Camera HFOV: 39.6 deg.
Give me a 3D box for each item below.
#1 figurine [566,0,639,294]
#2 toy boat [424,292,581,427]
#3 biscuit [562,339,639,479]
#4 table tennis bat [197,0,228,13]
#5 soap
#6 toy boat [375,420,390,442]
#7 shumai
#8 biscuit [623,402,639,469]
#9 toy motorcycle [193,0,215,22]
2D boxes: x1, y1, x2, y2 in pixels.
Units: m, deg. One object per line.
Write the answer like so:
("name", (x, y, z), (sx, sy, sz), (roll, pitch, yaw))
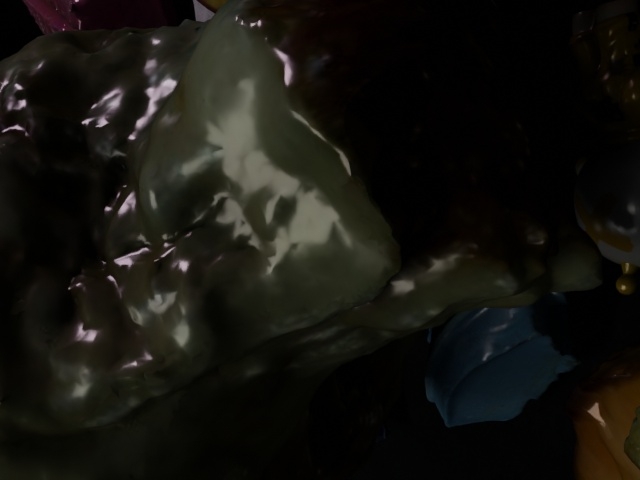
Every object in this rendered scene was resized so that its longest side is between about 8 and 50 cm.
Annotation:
("figurine", (0.165, -0.051, 0.461), (0.101, 0.068, 0.143), (40, 140, 53))
("toy boat", (0.128, 0.064, 0.666), (0.238, 0.109, 0.098), (92, 168, -64))
("biscuit", (0.264, 0.177, 0.486), (0.296, 0.102, 0.296), (52, 159, 29))
("table tennis bat", (-0.080, -0.321, 0.590), (0.415, 0.051, 0.268), (55, 139, 26))
("soap", (-0.290, -0.325, 1.055), (0.325, 0.127, 0.220), (43, 154, 40))
("toy boat", (-0.014, 0.119, 1.125), (0.318, 0.072, 0.219), (58, 157, 12))
("shumai", (-0.013, -0.008, 0.517), (0.323, 0.397, 0.324), (-30, 66, 33))
("biscuit", (0.197, 0.068, 0.365), (0.139, 0.016, 0.231), (50, 152, 40))
("toy motorcycle", (-0.059, -0.186, 0.742), (0.171, 0.110, 0.260), (48, 157, 42))
